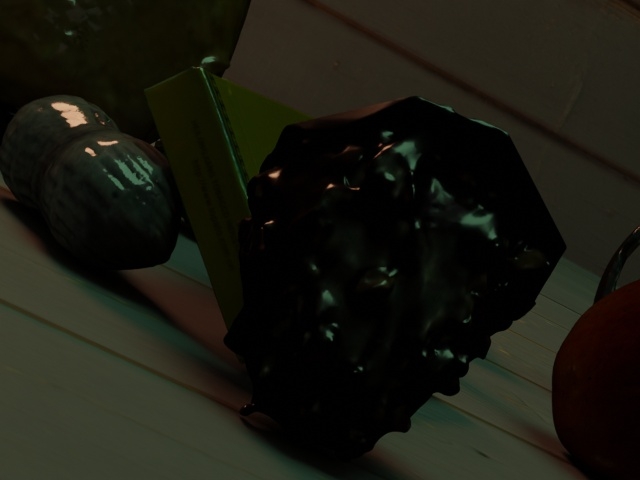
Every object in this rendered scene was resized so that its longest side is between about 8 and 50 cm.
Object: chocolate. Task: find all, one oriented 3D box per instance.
[{"bbox_3d":[0.021,0.036,0.863,0.156,0.156,0.133,28,47,-7],"label":"chocolate"},{"bbox_3d":[-0.123,-0.032,1.022,0.072,0.072,0.167,25,8,-32],"label":"chocolate"}]

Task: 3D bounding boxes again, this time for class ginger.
[{"bbox_3d":[-0.149,-0.169,1.286,0.200,0.223,0.269,20,3,-7],"label":"ginger"}]

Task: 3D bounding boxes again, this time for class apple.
[{"bbox_3d":[0.224,0.095,1.228,0.147,0.156,0.158,25,-22,-37],"label":"apple"}]

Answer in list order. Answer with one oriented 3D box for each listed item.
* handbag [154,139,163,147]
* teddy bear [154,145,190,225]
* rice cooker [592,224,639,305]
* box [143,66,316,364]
[{"bbox_3d":[-0.006,-0.031,1.555,0.247,0.079,0.260,25,9,-19],"label":"handbag"},{"bbox_3d":[-0.026,-0.023,1.351,0.213,0.111,0.133,-6,17,-27],"label":"teddy bear"},{"bbox_3d":[0.335,0.082,1.527,0.244,0.226,0.226,34,6,-2],"label":"rice cooker"},{"bbox_3d":[0.000,0.000,1.082,0.279,0.041,0.153,15,54,-67],"label":"box"}]
